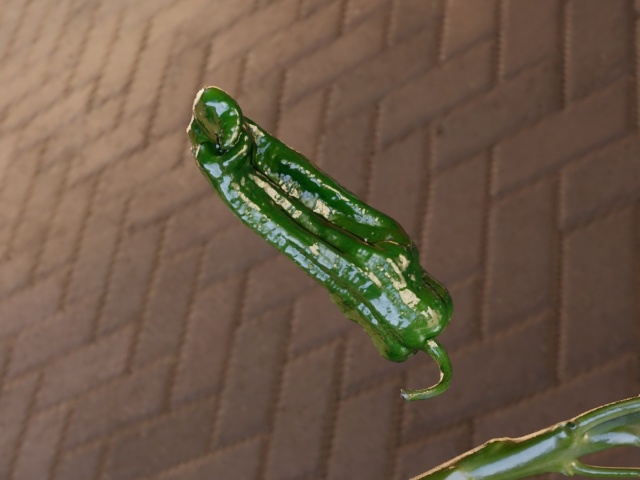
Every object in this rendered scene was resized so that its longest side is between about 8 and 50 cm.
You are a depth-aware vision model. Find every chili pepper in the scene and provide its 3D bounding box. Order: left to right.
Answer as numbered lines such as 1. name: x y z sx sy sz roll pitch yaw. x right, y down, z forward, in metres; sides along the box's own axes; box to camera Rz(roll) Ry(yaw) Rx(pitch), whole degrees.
1. chili pepper: 0.003 -0.002 1.098 0.074 0.257 0.100 -47 7 14

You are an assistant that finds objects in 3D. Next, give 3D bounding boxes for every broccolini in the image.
1. broccolini: 0.148 0.170 1.105 0.392 0.079 0.074 -25 51 14
